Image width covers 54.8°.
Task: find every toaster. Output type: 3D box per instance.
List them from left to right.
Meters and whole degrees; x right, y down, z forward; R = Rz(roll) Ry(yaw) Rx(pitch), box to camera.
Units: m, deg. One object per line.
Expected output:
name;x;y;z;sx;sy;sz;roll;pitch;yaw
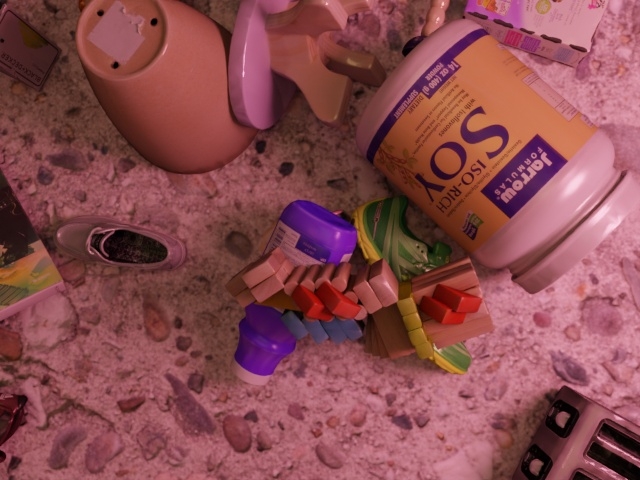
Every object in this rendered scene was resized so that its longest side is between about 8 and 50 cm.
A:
toaster;0.389;0.324;0.863;0.186;0.110;0.168;30;90;8

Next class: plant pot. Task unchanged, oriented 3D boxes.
plant pot;-0.234;-0.248;0.909;0.257;0.274;0.256;-1;85;8

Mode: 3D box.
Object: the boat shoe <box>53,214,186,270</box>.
boat shoe;-0.333;0.002;0.994;0.228;0.081;0.079;9;86;7

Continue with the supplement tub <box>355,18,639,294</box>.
supplement tub;0.239;-0.112;0.855;0.331;0.241;0.241;44;91;9

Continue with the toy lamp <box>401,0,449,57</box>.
toy lamp;0.200;-0.417;0.970;0.080;0.080;0.274;17;86;8

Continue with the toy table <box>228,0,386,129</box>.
toy table;-0.013;-0.294;0.919;0.161;0.252;0.274;12;95;25

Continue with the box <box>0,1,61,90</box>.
box;-0.604;-0.371;1.021;0.290;0.169;0.087;28;86;10

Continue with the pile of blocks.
pile of blocks;0.048;0.096;0.801;0.363;0.112;0.148;3;103;7

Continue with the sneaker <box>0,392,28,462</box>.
sneaker;-0.567;0.238;1.005;0.163;0.106;0.281;-11;88;-5

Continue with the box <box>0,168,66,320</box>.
box;-0.596;-0.007;0.995;0.232;0.058;0.322;-30;82;-23

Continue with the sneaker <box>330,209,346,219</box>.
sneaker;0.000;0.000;0.976;0.119;0.047;0.057;-40;87;10

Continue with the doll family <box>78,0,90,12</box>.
doll family;-0.340;-0.437;1.019;0.163;0.118;0.263;-35;74;-16

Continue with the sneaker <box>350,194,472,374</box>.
sneaker;0.151;0.062;0.916;0.124;0.109;0.295;-29;82;8

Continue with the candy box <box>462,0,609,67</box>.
candy box;0.340;-0.382;0.953;0.196;0.070;0.164;23;88;9

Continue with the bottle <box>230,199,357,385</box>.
bottle;-0.051;0.084;0.924;0.118;0.092;0.282;32;106;24
